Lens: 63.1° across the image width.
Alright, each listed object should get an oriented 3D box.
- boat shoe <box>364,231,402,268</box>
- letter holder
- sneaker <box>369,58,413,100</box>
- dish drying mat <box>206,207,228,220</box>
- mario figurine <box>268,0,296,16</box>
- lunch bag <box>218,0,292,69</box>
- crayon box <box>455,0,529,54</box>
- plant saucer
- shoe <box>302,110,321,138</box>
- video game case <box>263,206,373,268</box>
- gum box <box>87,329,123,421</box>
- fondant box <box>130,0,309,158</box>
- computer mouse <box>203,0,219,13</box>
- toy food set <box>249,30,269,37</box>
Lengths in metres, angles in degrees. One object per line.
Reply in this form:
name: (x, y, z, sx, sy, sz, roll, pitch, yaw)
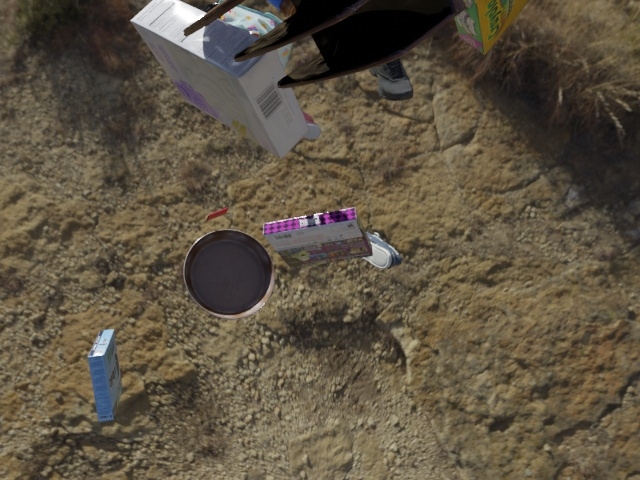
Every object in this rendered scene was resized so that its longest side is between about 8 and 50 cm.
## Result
boat shoe: (0.180, 0.022, 1.807, 0.079, 0.095, 0.254, 2, 19, -38)
letter holder: (-0.020, -0.275, 0.655, 0.214, 0.152, 0.302, -43, 27, -19)
sneaker: (0.235, -0.582, 1.770, 0.109, 0.130, 0.286, -16, 53, -11)
dish drying mat: (-0.357, -0.091, 1.801, 0.083, 0.032, 0.008, -27, 72, -42)
mario figurine: (-0.148, -0.546, 0.907, 0.321, 0.198, 0.170, 33, 39, 1)
lunch bag: (-0.229, -0.630, 1.714, 0.262, 0.223, 0.160, 8, 49, -17)
crayon box: (0.459, -0.662, 1.262, 0.106, 0.363, 0.313, 42, 103, 16)
plant saucer: (-0.308, 0.116, 1.757, 0.311, 0.050, 0.310, 9, 68, -23)
shoe: (-0.088, -0.366, 1.618, 0.178, 0.063, 0.081, 6, 37, -30)
video game case: (0.000, 0.000, 1.314, 0.232, 0.210, 0.041, -10, 61, 13)
gum box: (-0.563, 0.352, 1.373, 0.041, 0.157, 0.184, -4, 105, -12)
fondant box: (-0.196, -0.329, 1.048, 0.330, 0.238, 0.096, 35, 77, 29)
computer mouse: (-0.284, -0.702, 1.471, 0.041, 0.242, 0.071, -35, 88, -44)
toy food set: (-0.162, -0.440, 1.228, 0.078, 0.122, 0.019, 14, 47, -17)
